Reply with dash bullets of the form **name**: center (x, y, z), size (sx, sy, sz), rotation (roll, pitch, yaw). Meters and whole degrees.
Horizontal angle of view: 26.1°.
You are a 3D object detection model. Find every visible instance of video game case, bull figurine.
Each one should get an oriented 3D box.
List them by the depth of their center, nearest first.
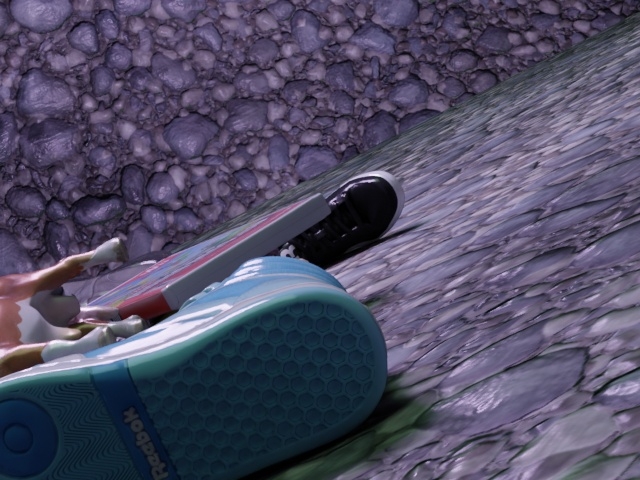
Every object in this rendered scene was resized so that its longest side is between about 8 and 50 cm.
- **bull figurine**: center (-0.232, 0.104, 1.064), size (0.188, 0.101, 0.310), rotation (-19, 27, 3)
- **video game case**: center (-0.142, 0.037, 1.339), size (0.204, 0.025, 0.285), rotation (-33, 7, -38)

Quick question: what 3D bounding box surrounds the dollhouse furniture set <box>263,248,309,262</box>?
- **dollhouse furniture set**: center (-0.069, 0.074, 1.582), size (0.114, 0.091, 0.081), rotation (-48, 38, 28)

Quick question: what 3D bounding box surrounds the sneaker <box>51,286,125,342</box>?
- **sneaker**: center (-0.251, 0.106, 1.483), size (0.086, 0.132, 0.229), rotation (-31, 7, -39)

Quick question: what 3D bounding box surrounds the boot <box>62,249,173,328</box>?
- **boot**: center (-0.351, 0.126, 1.885), size (0.338, 0.118, 0.223), rotation (-29, 10, 23)

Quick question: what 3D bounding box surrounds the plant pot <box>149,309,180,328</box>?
- **plant pot**: center (-0.124, 0.093, 1.326), size (0.083, 0.081, 0.081), rotation (-32, 6, 0)

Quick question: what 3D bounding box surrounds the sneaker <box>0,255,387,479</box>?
- **sneaker**: center (-0.109, 0.106, 0.944), size (0.319, 0.127, 0.208), rotation (-17, 8, 3)

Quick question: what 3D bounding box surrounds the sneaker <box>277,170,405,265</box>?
- **sneaker**: center (0.000, 0.000, 1.643), size (0.217, 0.079, 0.121), rotation (-32, 4, 42)
